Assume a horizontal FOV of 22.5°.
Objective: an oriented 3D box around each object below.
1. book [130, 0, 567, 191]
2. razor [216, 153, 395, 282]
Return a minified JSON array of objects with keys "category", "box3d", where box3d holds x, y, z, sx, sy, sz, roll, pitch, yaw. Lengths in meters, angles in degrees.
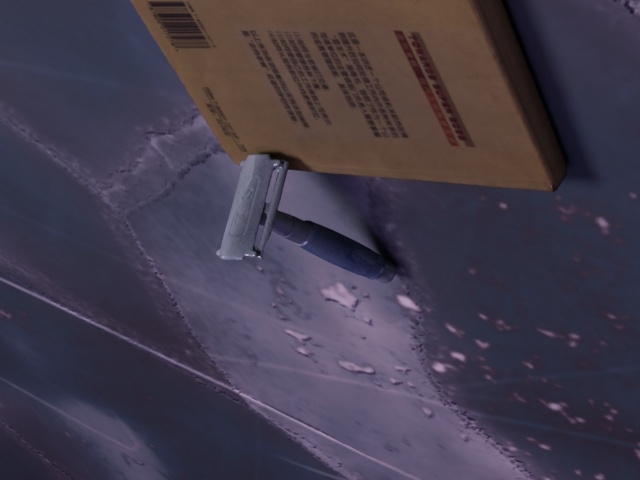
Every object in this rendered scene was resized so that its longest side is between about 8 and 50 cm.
[{"category":"book","box3d":[0.012,-0.096,0.904,0.231,0.026,0.161,7,142,36]},{"category":"razor","box3d":[0.000,0.000,1.013,0.135,0.068,0.040,24,166,-40]}]
